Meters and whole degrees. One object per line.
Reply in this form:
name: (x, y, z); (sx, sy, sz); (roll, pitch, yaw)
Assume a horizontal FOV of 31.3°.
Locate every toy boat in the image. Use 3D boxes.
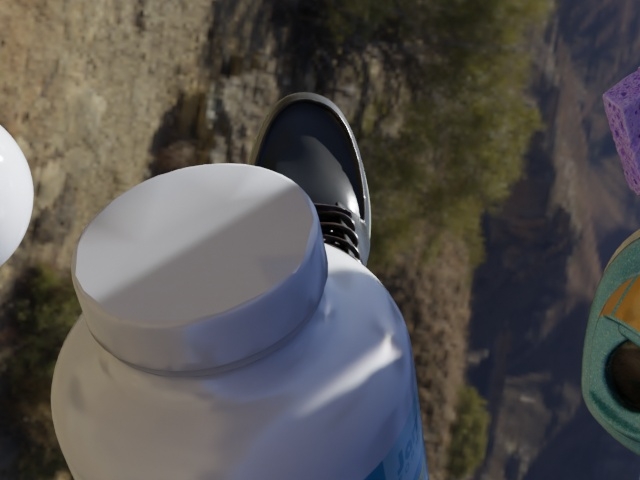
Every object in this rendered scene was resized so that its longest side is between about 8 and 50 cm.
toy boat: (0.367, 0.126, 1.064); (0.148, 0.318, 0.267); (-13, 121, -33)

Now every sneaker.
sneaker: (0.000, 0.000, 0.660); (0.118, 0.083, 0.222); (118, -26, -69)

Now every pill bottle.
pill bottle: (-0.027, 0.098, 0.493); (0.146, 0.146, 0.264); (-70, 157, -45)

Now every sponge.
sponge: (0.335, -0.134, 0.955); (0.031, 0.210, 0.117); (47, -9, 48)

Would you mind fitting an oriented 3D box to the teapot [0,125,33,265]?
teapot: (-0.475, -0.061, 1.360); (0.187, 0.256, 0.252); (71, 36, -77)
